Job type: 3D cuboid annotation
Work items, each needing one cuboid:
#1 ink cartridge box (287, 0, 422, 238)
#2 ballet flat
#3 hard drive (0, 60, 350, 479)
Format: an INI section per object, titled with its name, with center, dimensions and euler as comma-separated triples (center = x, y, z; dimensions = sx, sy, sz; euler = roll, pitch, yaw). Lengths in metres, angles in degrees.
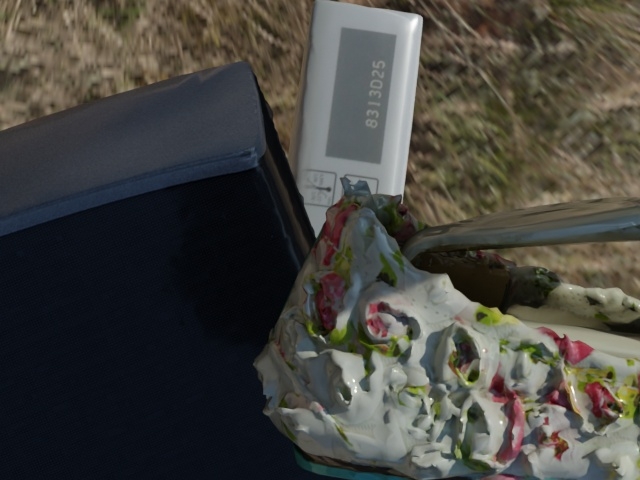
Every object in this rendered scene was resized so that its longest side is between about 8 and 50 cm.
[ink cartridge box]
center = 0.000, 0.000, 0.731
dimensions = 0.045, 0.179, 0.145
euler = 8, 83, -6
[ballet flat]
center = 0.104, 0.030, 0.485
dimensions = 0.241, 0.091, 0.077
euler = 6, 103, 0
[hard drive]
center = -0.107, 0.068, 0.565
dimensions = 0.255, 0.054, 0.172
euler = -22, 108, -7
